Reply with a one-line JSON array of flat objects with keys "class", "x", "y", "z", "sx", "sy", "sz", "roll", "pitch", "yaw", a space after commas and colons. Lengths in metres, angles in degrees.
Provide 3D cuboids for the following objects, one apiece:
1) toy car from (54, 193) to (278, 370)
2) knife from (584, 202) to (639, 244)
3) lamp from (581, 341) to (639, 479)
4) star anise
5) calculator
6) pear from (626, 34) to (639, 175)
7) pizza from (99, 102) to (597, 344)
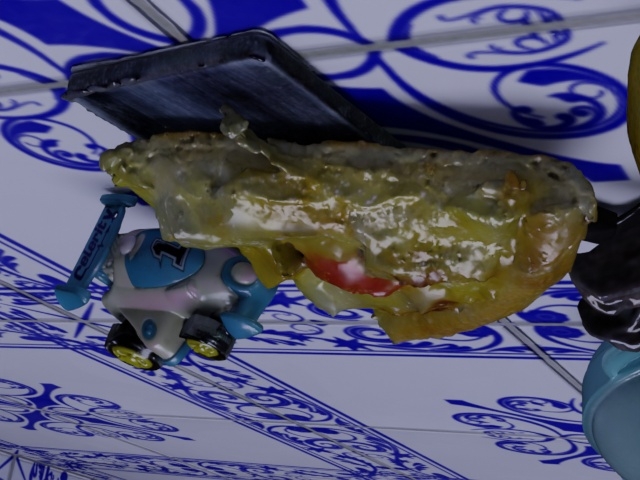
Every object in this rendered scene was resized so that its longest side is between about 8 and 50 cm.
[{"class": "toy car", "x": -0.107, "y": 0.024, "z": 0.869, "sx": 0.098, "sy": 0.126, "sz": 0.161, "roll": 37, "pitch": 155, "yaw": -33}, {"class": "knife", "x": 0.224, "y": -0.009, "z": 0.792, "sx": 0.230, "sy": 0.028, "sz": 0.060, "roll": 14, "pitch": 148, "yaw": -19}, {"class": "lamp", "x": 0.325, "y": 0.150, "z": 1.006, "sx": 0.209, "sy": 0.147, "sz": 0.284, "roll": 3, "pitch": 161, "yaw": 9}, {"class": "star anise", "x": 0.288, "y": 0.038, "z": 0.738, "sx": 0.283, "sy": 0.129, "sz": 0.212, "roll": 11, "pitch": 169, "yaw": -10}, {"class": "calculator", "x": -0.021, "y": -0.055, "z": 0.768, "sx": 0.161, "sy": 0.021, "sz": 0.262, "roll": -5, "pitch": 157, "yaw": 35}, {"class": "pear", "x": 0.209, "y": -0.043, "z": 0.470, "sx": 0.178, "sy": 0.178, "sz": 0.178, "roll": 8, "pitch": 161, "yaw": 3}, {"class": "pizza", "x": 0.000, "y": 0.000, "z": 0.756, "sx": 0.288, "sy": 0.075, "sz": 0.280, "roll": 13, "pitch": 159, "yaw": -5}]
